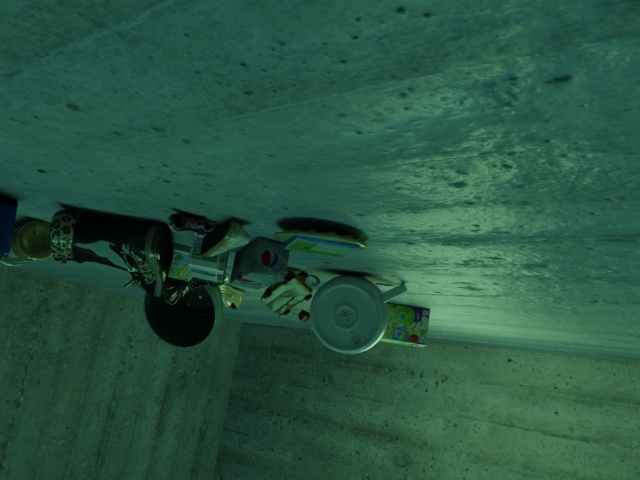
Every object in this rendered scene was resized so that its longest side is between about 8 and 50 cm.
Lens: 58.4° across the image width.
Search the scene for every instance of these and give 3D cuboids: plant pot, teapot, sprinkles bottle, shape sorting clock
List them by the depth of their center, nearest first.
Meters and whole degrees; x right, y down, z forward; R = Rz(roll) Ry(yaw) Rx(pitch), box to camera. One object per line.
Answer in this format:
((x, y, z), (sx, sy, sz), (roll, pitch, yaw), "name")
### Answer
((0.000, 0.000, 1.261), (0.207, 0.040, 0.206), (5, 168, 1), "shape sorting clock")
((0.102, 0.214, 1.747), (0.256, 0.252, 0.187), (20, -170, 15), "teapot")
((-0.929, 0.013, 1.794), (0.121, 0.121, 0.356), (20, 163, -37), "sprinkles bottle")
((-0.493, 0.239, 2.187), (0.293, 0.292, 0.196), (6, -168, 14), "plant pot")

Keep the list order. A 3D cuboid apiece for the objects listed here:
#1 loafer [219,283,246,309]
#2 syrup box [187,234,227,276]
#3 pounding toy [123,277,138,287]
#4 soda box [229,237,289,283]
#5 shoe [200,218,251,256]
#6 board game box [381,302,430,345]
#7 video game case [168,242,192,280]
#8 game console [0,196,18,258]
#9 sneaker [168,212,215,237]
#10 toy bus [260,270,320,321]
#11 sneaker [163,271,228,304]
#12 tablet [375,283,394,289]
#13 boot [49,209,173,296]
((-0.416, 0.235, 2.439), (0.102, 0.091, 0.269), (0, 164, 34), "loafer")
((-0.303, 0.050, 1.566), (0.093, 0.096, 0.237), (11, 168, -8), "syrup box")
((-0.605, 0.119, 1.992), (0.141, 0.130, 0.100), (15, 165, -23), "pounding toy")
((-0.169, 0.068, 1.549), (0.091, 0.097, 0.286), (14, 167, -18), "soda box")
((-0.230, 0.003, 1.358), (0.058, 0.076, 0.219), (21, 161, -25), "shoe")
((0.274, 0.324, 2.225), (0.276, 0.141, 0.144), (8, 167, 6), "board game box")
((-0.474, 0.061, 1.778), (0.207, 0.026, 0.227), (16, 151, -24), "video game case")
((-0.923, -0.061, 1.393), (0.293, 0.250, 0.173), (19, 137, -38), "game console")
((-0.291, -0.039, 1.309), (0.057, 0.047, 0.119), (-9, 166, 37), "sneaker")
((-0.092, 0.151, 1.826), (0.202, 0.104, 0.190), (7, 122, 9), "toy bus")
((-0.438, 0.154, 1.945), (0.227, 0.086, 0.163), (-1, -152, 27), "sneaker")
((0.208, 0.151, 1.833), (0.054, 0.006, 0.083), (6, 166, 16), "tablet")
((-0.557, 0.038, 1.563), (0.285, 0.138, 0.377), (11, 158, -8), "boot")
